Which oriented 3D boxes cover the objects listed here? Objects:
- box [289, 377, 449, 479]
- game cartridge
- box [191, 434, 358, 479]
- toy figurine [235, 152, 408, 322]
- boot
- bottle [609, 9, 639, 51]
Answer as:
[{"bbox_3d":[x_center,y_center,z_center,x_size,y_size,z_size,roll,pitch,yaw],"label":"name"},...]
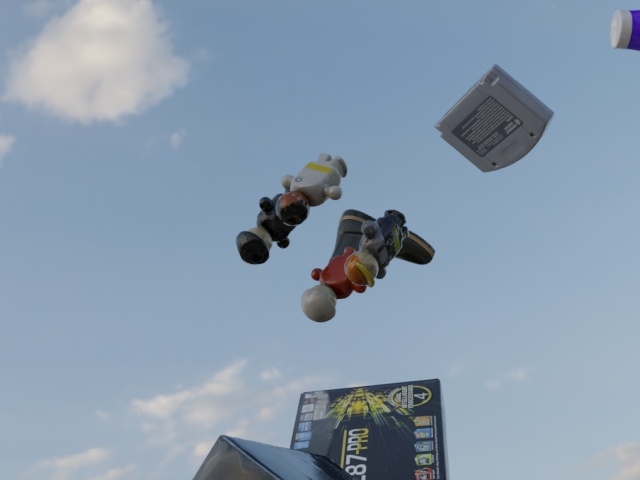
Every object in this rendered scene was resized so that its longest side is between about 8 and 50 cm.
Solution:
[{"bbox_3d":[0.100,0.429,1.809,0.318,0.395,0.097,-9,-70,10],"label":"box"},{"bbox_3d":[0.394,-0.263,2.011,0.060,0.196,0.294,-48,2,-25],"label":"game cartridge"},{"bbox_3d":[-0.058,0.467,1.242,0.293,0.212,0.395,-57,-27,-4],"label":"box"},{"bbox_3d":[0.000,0.000,1.317,0.148,0.213,0.209,-48,5,-34],"label":"toy figurine"},{"bbox_3d":[0.114,0.037,1.725,0.198,0.137,0.077,20,-38,2],"label":"boot"},{"bbox_3d":[0.644,-0.356,1.519,0.283,0.118,0.092,1,-43,1],"label":"bottle"}]
